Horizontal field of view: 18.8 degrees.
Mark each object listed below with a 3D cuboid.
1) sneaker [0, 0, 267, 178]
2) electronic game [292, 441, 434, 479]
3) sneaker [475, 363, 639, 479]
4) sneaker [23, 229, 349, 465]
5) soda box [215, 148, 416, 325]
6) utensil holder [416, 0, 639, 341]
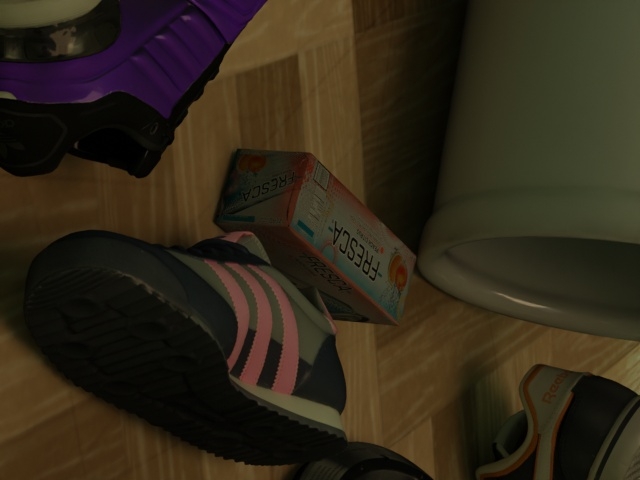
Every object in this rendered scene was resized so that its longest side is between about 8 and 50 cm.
[{"bbox_3d":[-0.107,-0.116,1.145,0.293,0.102,0.146,-30,124,-50],"label":"sneaker"},{"bbox_3d":[0.057,0.255,1.425,0.229,0.048,0.229,31,42,-33],"label":"electronic game"},{"bbox_3d":[0.207,0.227,1.710,0.126,0.127,0.321,-45,155,-41],"label":"sneaker"},{"bbox_3d":[-0.082,0.041,1.213,0.319,0.112,0.131,44,39,-56],"label":"sneaker"},{"bbox_3d":[0.000,0.000,1.365,0.183,0.063,0.058,43,58,-53],"label":"soda box"},{"bbox_3d":[0.265,-0.140,1.556,0.327,0.328,0.385,30,65,-57],"label":"utensil holder"}]
